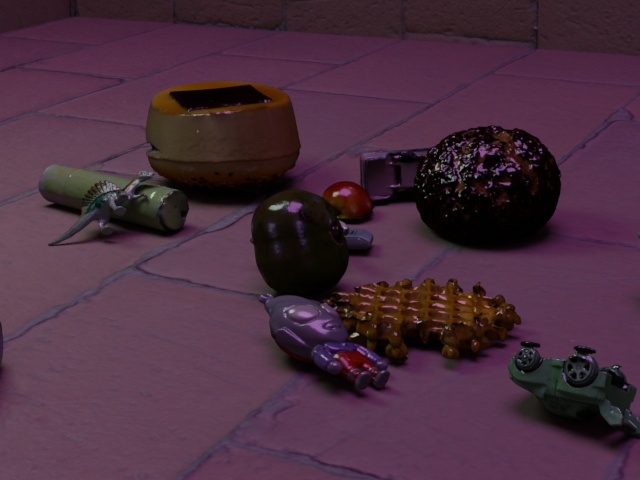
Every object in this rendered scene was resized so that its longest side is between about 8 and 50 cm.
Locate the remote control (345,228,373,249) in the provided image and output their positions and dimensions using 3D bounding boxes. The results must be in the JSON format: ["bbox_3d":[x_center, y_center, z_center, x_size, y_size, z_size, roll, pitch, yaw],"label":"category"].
[{"bbox_3d":[0.000,0.000,1.909,0.162,0.029,0.061,-2,11,9],"label":"remote control"}]

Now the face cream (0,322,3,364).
[{"bbox_3d":[-0.556,0.142,1.443,0.337,0.080,0.163,-3,20,-6],"label":"face cream"}]

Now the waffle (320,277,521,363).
[{"bbox_3d":[0.134,0.097,1.595,0.232,0.051,0.229,-16,21,-39],"label":"waffle"}]

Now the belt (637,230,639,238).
[{"bbox_3d":[0.464,0.059,1.620,0.065,0.100,0.179,-2,21,8],"label":"belt"}]

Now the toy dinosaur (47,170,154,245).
[{"bbox_3d":[-0.356,-0.059,1.976,0.187,0.044,0.106,-23,46,8],"label":"toy dinosaur"}]

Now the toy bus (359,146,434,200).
[{"bbox_3d":[0.201,-0.125,2.173,0.274,0.090,0.112,-5,13,-10],"label":"toy bus"}]

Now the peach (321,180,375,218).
[{"bbox_3d":[0.046,-0.071,2.062,0.098,0.061,0.098,-8,19,3],"label":"peach"}]

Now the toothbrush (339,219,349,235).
[{"bbox_3d":[-0.009,-0.031,1.930,0.030,0.025,0.307,-14,10,-14],"label":"toothbrush"}]

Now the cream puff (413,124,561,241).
[{"bbox_3d":[0.269,-0.096,1.969,0.239,0.164,0.239,-2,21,1],"label":"cream puff"}]

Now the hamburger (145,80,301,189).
[{"bbox_3d":[-0.177,-0.186,2.231,0.300,0.176,0.300,1,19,0],"label":"hamburger"}]

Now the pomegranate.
[{"bbox_3d":[-0.036,0.004,1.750,0.131,0.152,0.191,-12,0,-13],"label":"pomegranate"}]

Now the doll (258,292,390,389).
[{"bbox_3d":[-0.006,0.120,1.502,0.102,0.075,0.227,5,22,-42],"label":"doll"}]

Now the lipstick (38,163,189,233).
[{"bbox_3d":[-0.351,-0.074,2.071,0.304,0.076,0.076,13,23,36],"label":"lipstick"}]

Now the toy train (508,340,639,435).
[{"bbox_3d":[0.282,0.164,1.351,0.149,0.081,0.099,1,-16,39],"label":"toy train"}]
